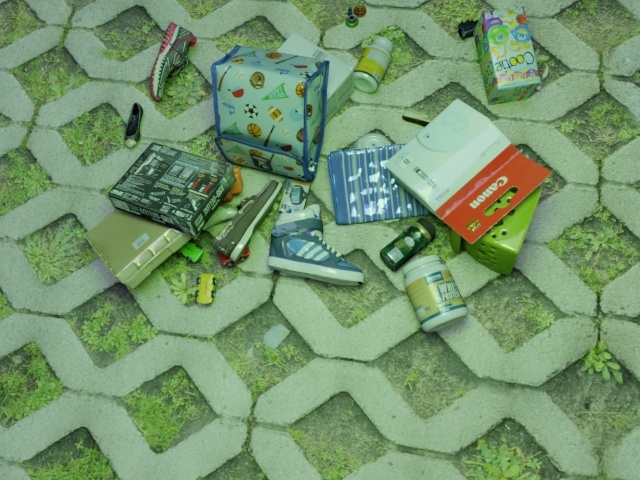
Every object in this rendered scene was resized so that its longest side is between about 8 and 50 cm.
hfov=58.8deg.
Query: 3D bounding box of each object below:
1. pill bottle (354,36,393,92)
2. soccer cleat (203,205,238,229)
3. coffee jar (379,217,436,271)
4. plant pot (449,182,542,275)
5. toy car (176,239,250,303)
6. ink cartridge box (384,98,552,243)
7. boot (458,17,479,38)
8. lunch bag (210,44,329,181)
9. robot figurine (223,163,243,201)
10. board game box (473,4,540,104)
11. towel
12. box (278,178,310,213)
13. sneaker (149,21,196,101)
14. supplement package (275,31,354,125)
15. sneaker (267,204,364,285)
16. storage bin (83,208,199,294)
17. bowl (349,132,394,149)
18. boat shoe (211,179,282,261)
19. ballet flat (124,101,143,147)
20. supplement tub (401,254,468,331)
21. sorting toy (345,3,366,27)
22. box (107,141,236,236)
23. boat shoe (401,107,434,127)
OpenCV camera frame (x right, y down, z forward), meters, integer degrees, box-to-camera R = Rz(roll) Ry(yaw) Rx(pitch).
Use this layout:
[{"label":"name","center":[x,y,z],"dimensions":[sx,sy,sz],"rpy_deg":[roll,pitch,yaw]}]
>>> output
[{"label":"pill bottle","center":[0.186,-0.621,1.998],"dimensions":[0.103,0.103,0.184],"rpy_deg":[23,74,12]},{"label":"soccer cleat","center":[-0.362,-0.071,1.872],"dimensions":[0.196,0.068,0.076],"rpy_deg":[-1,76,11]},{"label":"coffee jar","center":[0.275,0.010,1.776],"dimensions":[0.184,0.096,0.079],"rpy_deg":[-38,75,-9]},{"label":"plant pot","center":[0.519,-0.052,1.717],"dimensions":[0.207,0.228,0.227],"rpy_deg":[20,74,18]},{"label":"toy car","center":[-0.371,0.066,1.829],"dimensions":[0.225,0.053,0.239],"rpy_deg":[33,76,15]},{"label":"ink cartridge box","center":[0.418,-0.213,1.665],"dimensions":[0.308,0.091,0.385],"rpy_deg":[-42,48,1]},{"label":"boot","center":[0.557,-0.748,2.046],"dimensions":[0.099,0.045,0.121],"rpy_deg":[-14,67,0]},{"label":"lunch bag","center":[-0.159,-0.380,1.806],"dimensions":[0.328,0.385,0.239],"rpy_deg":[16,41,13]},{"label":"robot figurine","center":[-0.369,-0.183,1.874],"dimensions":[0.220,0.128,0.158],"rpy_deg":[-9,70,1]},{"label":"board game box","center":[0.625,-0.622,1.921],"dimensions":[0.142,0.144,0.275],"rpy_deg":[-9,81,2]},{"label":"towel","center":[0.198,-0.186,1.835],"dimensions":[0.336,0.040,0.243],"rpy_deg":[-7,94,0]},{"label":"box","center":[-0.087,-0.135,1.890],"dimensions":[0.081,0.028,0.136],"rpy_deg":[11,70,8]},{"label":"sneaker","center":[-0.541,-0.643,2.060],"dimensions":[0.112,0.121,0.299],"rpy_deg":[21,80,-21]},{"label":"supplement package","center":[-0.044,-0.550,1.968],"dimensions":[0.262,0.145,0.204],"rpy_deg":[36,78,14]},{"label":"sneaker","center":[0.000,0.000,1.779],"dimensions":[0.323,0.130,0.236],"rpy_deg":[11,78,14]},{"label":"storage bin","center":[-0.562,-0.006,1.797],"dimensions":[0.262,0.123,0.260],"rpy_deg":[-42,60,-8]},{"label":"bowl","center":[0.175,-0.299,1.900],"dimensions":[0.170,0.080,0.170],"rpy_deg":[-2,70,5]},{"label":"boat shoe","center":[-0.228,-0.083,1.808],"dimensions":[0.097,0.116,0.324],"rpy_deg":[30,62,0]},{"label":"ballet flat","center":[-0.669,-0.410,2.017],"dimensions":[0.058,0.049,0.173],"rpy_deg":[1,71,6]},{"label":"supplement tub","center":[0.337,0.158,1.694],"dimensions":[0.144,0.144,0.199],"rpy_deg":[-20,71,-3]},{"label":"sorting toy","center":[0.127,-0.845,2.112],"dimensions":[0.061,0.042,0.102],"rpy_deg":[33,77,14]},{"label":"box","center":[-0.453,-0.165,1.745],"dimensions":[0.308,0.076,0.242],"rpy_deg":[18,57,18]},{"label":"boat shoe","center":[0.349,-0.421,1.944],"dimensions":[0.135,0.050,0.045],"rpy_deg":[21,79,11]}]
